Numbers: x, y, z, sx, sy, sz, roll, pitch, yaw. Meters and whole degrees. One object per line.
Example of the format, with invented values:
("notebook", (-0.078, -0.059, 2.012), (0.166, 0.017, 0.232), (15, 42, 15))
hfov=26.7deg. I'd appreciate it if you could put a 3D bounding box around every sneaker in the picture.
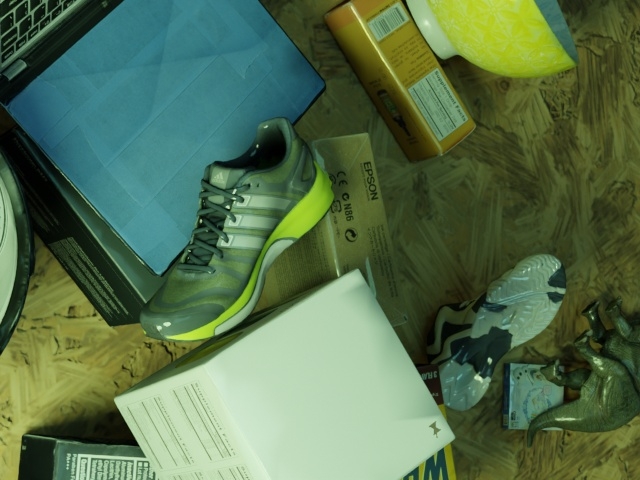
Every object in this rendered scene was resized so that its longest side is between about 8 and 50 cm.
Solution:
("sneaker", (0.212, 0.095, 1.738), (0.094, 0.153, 0.235), (27, 104, -18))
("sneaker", (-0.101, -0.014, 1.421), (0.300, 0.111, 0.121), (-55, 136, -35))

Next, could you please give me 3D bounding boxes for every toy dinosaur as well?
("toy dinosaur", (0.403, 0.180, 1.832), (0.160, 0.121, 0.313), (45, 61, -6))

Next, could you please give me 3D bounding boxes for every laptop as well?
("laptop", (-0.149, -0.256, 1.408), (0.236, 0.408, 0.382), (27, 50, 12))

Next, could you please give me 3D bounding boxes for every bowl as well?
("bowl", (0.203, -0.321, 1.754), (0.156, 0.289, 0.289), (-27, 100, 18))

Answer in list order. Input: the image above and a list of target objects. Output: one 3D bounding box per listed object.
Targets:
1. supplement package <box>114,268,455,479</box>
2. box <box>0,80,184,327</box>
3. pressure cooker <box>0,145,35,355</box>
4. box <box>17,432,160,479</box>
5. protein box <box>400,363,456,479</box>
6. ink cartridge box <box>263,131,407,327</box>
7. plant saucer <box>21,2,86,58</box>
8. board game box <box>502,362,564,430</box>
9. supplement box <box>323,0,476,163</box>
("supplement package", (-0.044, 0.180, 1.373), (0.199, 0.263, 0.198), (-31, 93, -30))
("box", (-0.253, -0.033, 1.524), (0.103, 0.184, 0.261), (-41, 103, -21))
("pressure cooker", (-0.471, 0.021, 1.290), (0.370, 0.420, 0.375), (16, 79, -22))
("box", (-0.191, 0.377, 1.521), (0.294, 0.183, 0.296), (8, 81, -24))
("protein box", (0.052, 0.256, 1.633), (0.136, 0.201, 0.199), (-9, 90, -25))
("ink cartridge box", (0.000, 0.000, 1.633), (0.088, 0.193, 0.234), (-12, 92, -30))
("plant saucer", (-0.304, -0.353, 1.544), (0.400, 0.100, 0.400), (12, 69, -32))
("board game box", (0.292, 0.215, 1.847), (0.090, 0.020, 0.090), (6, 84, -25))
("supplement box", (0.104, -0.220, 1.763), (0.080, 0.078, 0.233), (-35, 101, -26))
